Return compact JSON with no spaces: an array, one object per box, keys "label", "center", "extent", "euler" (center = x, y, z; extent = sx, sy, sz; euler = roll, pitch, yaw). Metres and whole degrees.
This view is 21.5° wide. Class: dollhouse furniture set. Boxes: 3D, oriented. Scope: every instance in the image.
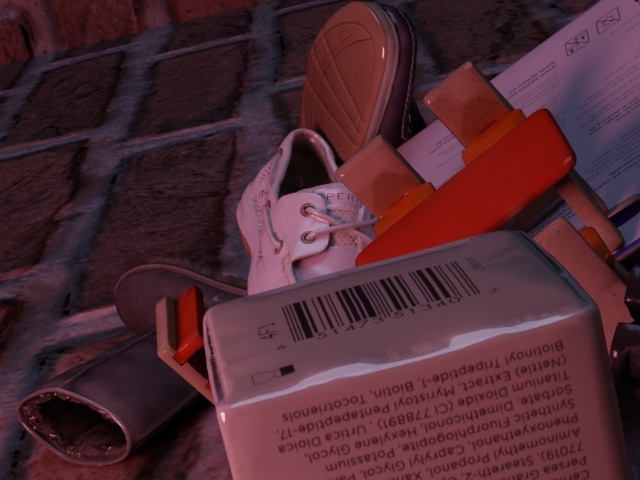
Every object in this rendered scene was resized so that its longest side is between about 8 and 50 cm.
[{"label":"dollhouse furniture set","center":[0.043,0.018,0.997],"extent":[0.259,0.135,0.262],"euler":[-40,23,12]}]

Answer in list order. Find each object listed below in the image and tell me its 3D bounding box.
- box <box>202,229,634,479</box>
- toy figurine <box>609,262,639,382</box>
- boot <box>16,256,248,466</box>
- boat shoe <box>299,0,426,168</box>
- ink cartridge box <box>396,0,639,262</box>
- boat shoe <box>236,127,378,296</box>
[{"label":"box","center":[0.049,0.145,0.518],"extent":[0.113,0.275,0.094],"euler":[-13,16,-4]},{"label":"toy figurine","center":[0.220,0.073,0.746],"extent":[0.148,0.213,0.209],"euler":[12,29,22]},{"label":"boot","center":[-0.141,0.089,1.231],"extent":[0.190,0.076,0.208],"euler":[2,29,41]},{"label":"boat shoe","center":[0.040,-0.089,1.371],"extent":[0.092,0.285,0.102],"euler":[-12,54,-21]},{"label":"ink cartridge box","center":[0.186,-0.047,1.131],"extent":[0.324,0.071,0.330],"euler":[-35,26,24]},{"label":"boat shoe","center":[0.000,0.000,1.234],"extent":[0.098,0.096,0.277],"euler":[11,26,-23]}]
